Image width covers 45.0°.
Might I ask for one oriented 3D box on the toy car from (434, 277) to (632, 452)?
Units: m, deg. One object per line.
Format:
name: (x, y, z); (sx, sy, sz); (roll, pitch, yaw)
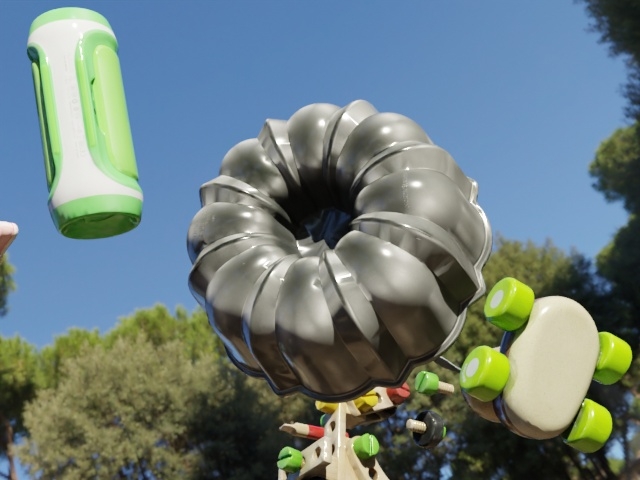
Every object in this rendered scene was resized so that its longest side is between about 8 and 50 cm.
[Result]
toy car: (0.207, 0.140, 0.846); (0.155, 0.149, 0.188); (28, -19, -12)

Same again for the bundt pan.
bundt pan: (0.003, -0.009, 0.794); (0.331, 0.331, 0.124); (-32, -34, 3)

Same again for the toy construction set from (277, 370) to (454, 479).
toy construction set: (0.018, 0.330, 1.255); (0.237, 0.257, 0.309); (18, -18, -27)

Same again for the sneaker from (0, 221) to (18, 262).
sneaker: (-0.658, 0.016, 1.515); (0.134, 0.051, 0.070); (-55, -33, 9)

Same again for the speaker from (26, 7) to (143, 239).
speaker: (-0.320, -0.157, 1.047); (0.131, 0.296, 0.131); (-12, -14, -3)
